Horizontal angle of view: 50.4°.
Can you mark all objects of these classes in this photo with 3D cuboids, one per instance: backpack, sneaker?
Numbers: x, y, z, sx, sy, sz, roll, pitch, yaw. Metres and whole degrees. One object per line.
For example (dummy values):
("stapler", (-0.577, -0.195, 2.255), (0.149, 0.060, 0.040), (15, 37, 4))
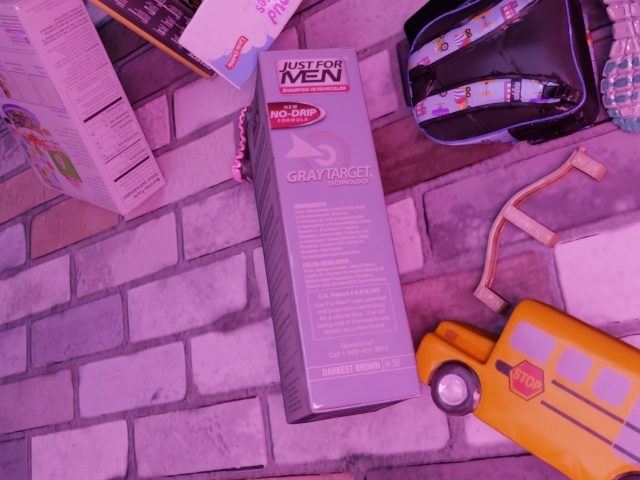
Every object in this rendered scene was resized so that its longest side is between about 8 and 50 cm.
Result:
("backpack", (0.184, -0.169, 0.699), (0.173, 0.117, 0.158), (-14, 79, 33))
("sneaker", (0.315, -0.187, 0.646), (0.065, 0.076, 0.167), (20, 119, 57))
("sneaker", (-0.085, -0.136, 0.940), (0.057, 0.047, 0.119), (11, 95, 30))

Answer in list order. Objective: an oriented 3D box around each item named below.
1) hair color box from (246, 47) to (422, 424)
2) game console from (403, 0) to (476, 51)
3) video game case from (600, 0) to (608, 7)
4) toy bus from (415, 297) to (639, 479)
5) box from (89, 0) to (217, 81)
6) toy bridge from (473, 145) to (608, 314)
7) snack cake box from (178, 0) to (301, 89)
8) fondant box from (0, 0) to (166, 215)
("hair color box", (0.000, 0.000, 0.750), (0.185, 0.113, 0.375), (119, 143, -69))
("game console", (0.168, -0.251, 0.795), (0.122, 0.071, 0.107), (-37, 92, 26))
("video game case", (0.334, -0.387, 0.673), (0.232, 0.042, 0.210), (-33, 68, 27))
("toy bus", (0.249, 0.153, 0.600), (0.332, 0.108, 0.130), (29, 98, 36))
("box", (-0.288, -0.390, 0.958), (0.079, 0.322, 0.257), (-42, 60, 15))
("toy bridge", (0.217, -0.016, 0.706), (0.063, 0.026, 0.188), (41, 105, 35))
("snack cake box", (-0.078, -0.294, 0.840), (0.152, 0.089, 0.264), (-49, 14, 18))
("fondant box", (-0.396, -0.213, 1.017), (0.238, 0.330, 0.096), (17, 48, 37))
